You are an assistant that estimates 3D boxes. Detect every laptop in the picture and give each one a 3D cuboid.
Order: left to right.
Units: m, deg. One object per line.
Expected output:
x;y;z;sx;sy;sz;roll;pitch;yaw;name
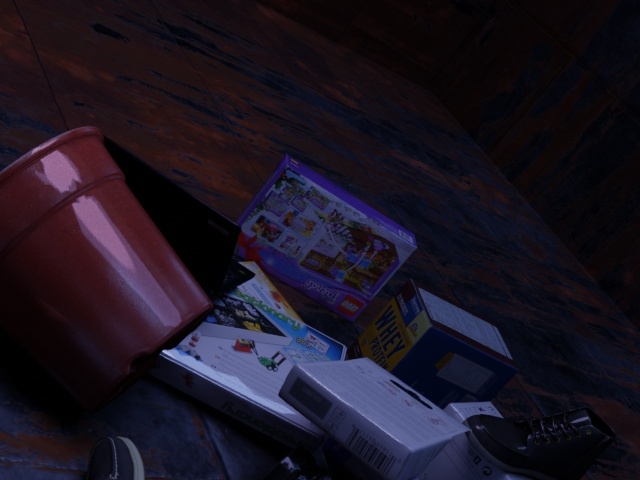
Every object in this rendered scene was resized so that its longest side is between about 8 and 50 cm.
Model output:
-0.197;-0.041;1.473;0.234;0.137;0.264;34;14;8;laptop

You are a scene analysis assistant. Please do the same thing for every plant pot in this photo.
-0.290;0.049;1.278;0.265;0.272;0.272;49;22;2;plant pot

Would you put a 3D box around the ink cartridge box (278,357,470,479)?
0.075;0.227;1.350;0.189;0.066;0.232;34;7;24;ink cartridge box

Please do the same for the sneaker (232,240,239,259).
-0.208;0.000;1.713;0.130;0.087;0.227;36;15;10;sneaker

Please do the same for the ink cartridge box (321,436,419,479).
0.103;0.354;1.362;0.311;0.065;0.186;40;-21;30;ink cartridge box

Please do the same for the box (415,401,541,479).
0.219;0.364;1.543;0.119;0.182;0.181;9;37;-52;box

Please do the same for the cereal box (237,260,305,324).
-0.136;0.111;1.658;0.173;0.047;0.240;50;23;19;cereal box

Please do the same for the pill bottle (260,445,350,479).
0.019;0.367;1.291;0.219;0.123;0.123;45;22;15;pill bottle

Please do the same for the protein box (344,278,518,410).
0.184;0.210;1.769;0.201;0.200;0.136;28;23;-26;protein box

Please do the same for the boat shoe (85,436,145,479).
-0.234;0.290;1.094;0.073;0.080;0.224;28;29;-30;boat shoe

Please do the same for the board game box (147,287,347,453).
-0.117;0.159;1.488;0.305;0.053;0.193;29;37;-9;board game box

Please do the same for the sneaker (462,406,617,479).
0.308;0.268;1.466;0.222;0.118;0.083;24;27;-29;sneaker

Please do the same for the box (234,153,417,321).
0.000;0.000;1.896;0.293;0.201;0.057;32;23;-19;box
